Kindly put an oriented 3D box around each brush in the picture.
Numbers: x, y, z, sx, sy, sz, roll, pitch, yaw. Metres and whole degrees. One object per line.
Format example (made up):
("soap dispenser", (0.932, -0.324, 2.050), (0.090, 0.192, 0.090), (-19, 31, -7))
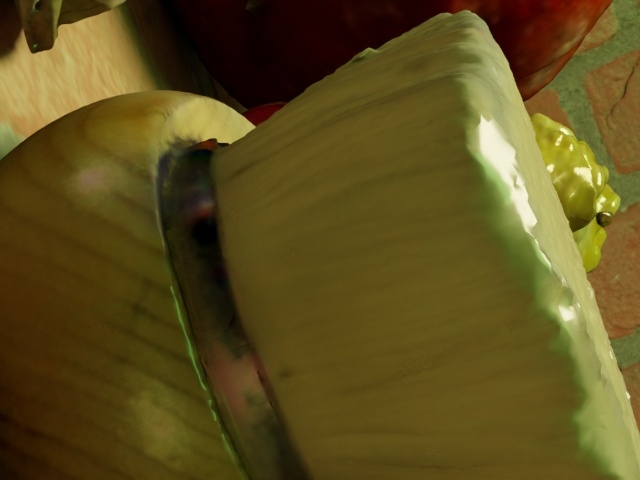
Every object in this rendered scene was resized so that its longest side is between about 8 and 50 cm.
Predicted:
("brush", (-0.001, 0.012, 0.587), (0.266, 0.166, 0.174), (-90, 157, -69))

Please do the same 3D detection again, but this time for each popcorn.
("popcorn", (0.122, 0.011, 1.247), (0.173, 0.168, 0.195), (15, -56, 55))

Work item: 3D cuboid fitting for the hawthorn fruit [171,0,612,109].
("hawthorn fruit", (0.040, -0.144, 0.901), (0.254, 0.254, 0.300), (47, 27, -64))

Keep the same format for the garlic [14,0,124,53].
("garlic", (-0.090, -0.149, 0.679), (0.195, 0.087, 0.101), (-98, 176, -61))

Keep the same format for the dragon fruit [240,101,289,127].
("dragon fruit", (0.000, 0.000, 0.841), (0.190, 0.094, 0.094), (62, 12, -59))
